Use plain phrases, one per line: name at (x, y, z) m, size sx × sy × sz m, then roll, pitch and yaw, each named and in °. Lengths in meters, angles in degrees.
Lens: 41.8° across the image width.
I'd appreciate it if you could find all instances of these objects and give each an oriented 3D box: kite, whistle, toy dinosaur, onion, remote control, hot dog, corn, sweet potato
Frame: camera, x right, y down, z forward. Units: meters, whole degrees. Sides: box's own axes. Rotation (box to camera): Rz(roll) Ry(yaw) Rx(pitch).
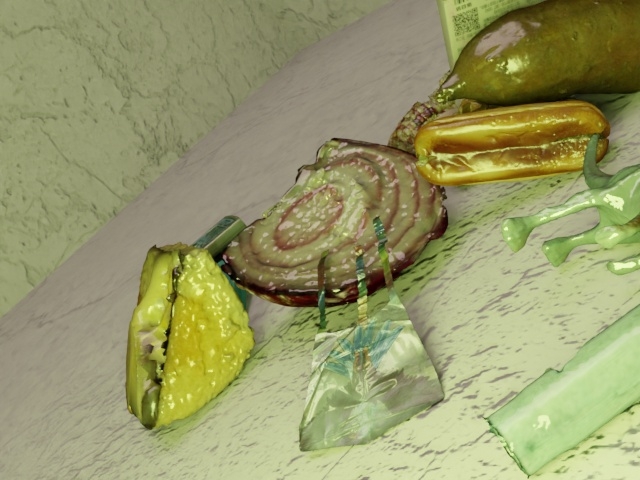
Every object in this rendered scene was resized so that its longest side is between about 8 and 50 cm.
kite at (0.034, 0.101, 0.961) m, size 0.169 × 0.015 × 0.310 m, roll -29°, pitch 38°, yaw 16°
whistle at (0.271, 0.075, 0.668) m, size 0.312 × 0.062 × 0.062 m, roll -36°, pitch 18°, yaw 0°
toy dinosaur at (0.300, -0.035, 0.852) m, size 0.206 × 0.092 × 0.393 m, roll -24°, pitch 8°, yaw 24°
onion at (0.037, 0.009, 1.178) m, size 0.314 × 0.146 × 0.280 m, roll -41°, pitch 44°, yaw -22°
remote control at (-0.248, 0.033, 1.656) m, size 0.233 × 0.038 × 0.098 m, roll -41°, pitch 20°, yaw -16°
hot dog at (0.245, -0.126, 1.086) m, size 0.250 × 0.100 × 0.068 m, roll -4°, pitch 23°, yaw 16°
corn at (0.230, -0.243, 1.499) m, size 0.290 × 0.098 × 0.098 m, roll -41°, pitch 18°, yaw -14°
sweet potato at (0.332, -0.263, 1.149) m, size 0.370 × 0.157 × 0.158 m, roll -8°, pitch 16°, yaw -8°

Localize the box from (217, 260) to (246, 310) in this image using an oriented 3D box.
box at (-0.228, 0.130, 1.447) m, size 0.229 × 0.041 × 0.162 m, roll -31°, pitch 30°, yaw 15°

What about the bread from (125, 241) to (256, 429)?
bread at (-0.202, 0.136, 1.226) m, size 0.204 × 0.163 × 0.261 m, roll 7°, pitch 83°, yaw 59°

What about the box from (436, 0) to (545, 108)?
box at (0.312, -0.327, 1.225) m, size 0.273 × 0.265 × 0.048 m, roll -21°, pitch 49°, yaw 1°

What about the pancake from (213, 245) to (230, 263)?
pancake at (-0.246, 0.089, 1.638) m, size 0.254 × 0.037 × 0.253 m, roll -32°, pitch 19°, yaw 12°

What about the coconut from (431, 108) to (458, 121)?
coconut at (0.208, -0.147, 1.283) m, size 0.110 × 0.110 × 0.124 m, roll -35°, pitch 25°, yaw 3°

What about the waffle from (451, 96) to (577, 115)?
waffle at (0.286, -0.180, 1.193) m, size 0.191 × 0.038 × 0.191 m, roll -1°, pitch 32°, yaw 0°
